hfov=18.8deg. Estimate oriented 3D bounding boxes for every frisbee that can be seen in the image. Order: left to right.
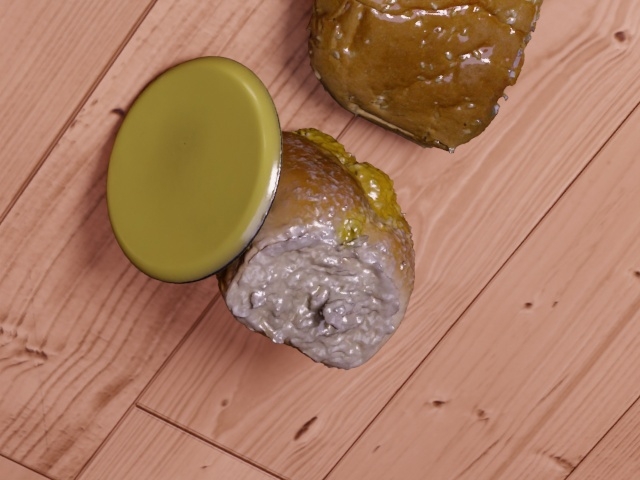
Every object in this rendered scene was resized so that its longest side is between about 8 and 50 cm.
[{"bbox_3d":[-0.131,-0.072,1.932,0.017,0.236,0.236,16,122,-49],"label":"frisbee"}]

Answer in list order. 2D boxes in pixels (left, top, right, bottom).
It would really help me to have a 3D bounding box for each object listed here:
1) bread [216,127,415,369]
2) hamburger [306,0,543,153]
[{"bbox_3d":[0.000,0.000,1.971,0.195,0.246,0.176,25,116,-23],"label":"bread"},{"bbox_3d":[0.100,-0.239,1.909,0.211,0.132,0.309,17,119,-18],"label":"hamburger"}]
